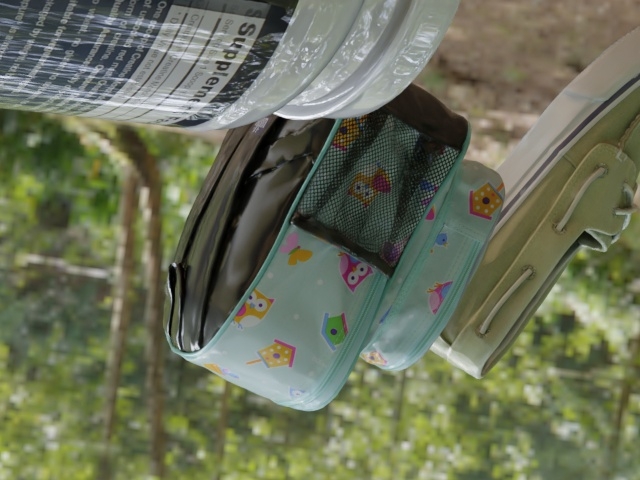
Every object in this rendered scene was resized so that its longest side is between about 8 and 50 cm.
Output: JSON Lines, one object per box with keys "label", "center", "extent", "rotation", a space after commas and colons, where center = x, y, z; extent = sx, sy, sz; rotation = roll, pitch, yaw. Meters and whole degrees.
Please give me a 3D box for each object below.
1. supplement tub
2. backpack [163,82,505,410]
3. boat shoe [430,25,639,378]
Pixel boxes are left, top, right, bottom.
{"label": "supplement tub", "center": [-0.095, -0.141, 0.621], "extent": [0.272, 0.191, 0.191], "rotation": [3, 178, -34]}
{"label": "backpack", "center": [0.000, 0.000, 0.916], "extent": [0.144, 0.188, 0.166], "rotation": [35, 178, -20]}
{"label": "boat shoe", "center": [0.176, -0.029, 1.198], "extent": [0.094, 0.302, 0.109], "rotation": [42, 177, 15]}
